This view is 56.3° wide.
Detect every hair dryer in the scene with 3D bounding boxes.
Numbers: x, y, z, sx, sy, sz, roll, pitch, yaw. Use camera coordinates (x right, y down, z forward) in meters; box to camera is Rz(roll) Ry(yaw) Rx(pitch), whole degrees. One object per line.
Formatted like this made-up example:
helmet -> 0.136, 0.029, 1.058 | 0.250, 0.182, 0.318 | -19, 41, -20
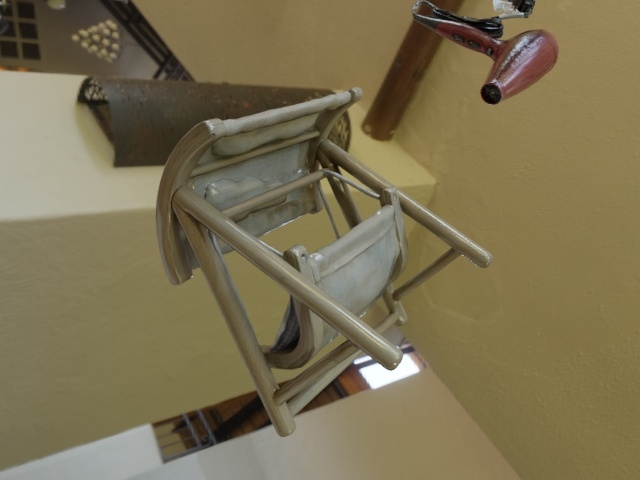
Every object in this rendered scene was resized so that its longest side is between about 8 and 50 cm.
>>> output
hair dryer -> 0.277, -0.316, 0.997 | 0.080, 0.224, 0.293 | 82, 4, -45

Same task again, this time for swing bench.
swing bench -> 0.000, 0.000, 0.596 | 0.254, 0.253, 0.165 | 52, -52, 7
